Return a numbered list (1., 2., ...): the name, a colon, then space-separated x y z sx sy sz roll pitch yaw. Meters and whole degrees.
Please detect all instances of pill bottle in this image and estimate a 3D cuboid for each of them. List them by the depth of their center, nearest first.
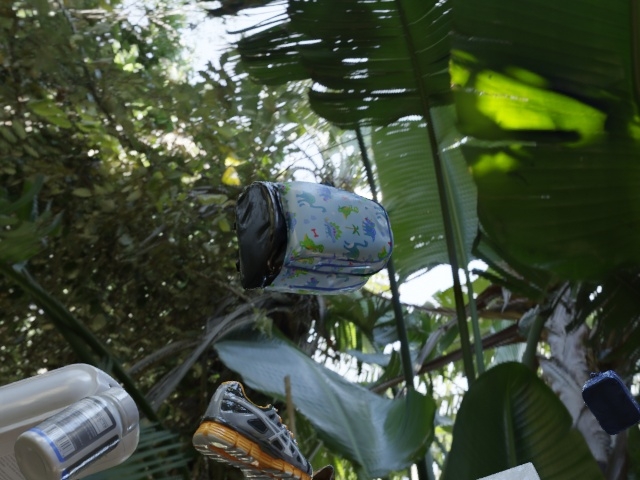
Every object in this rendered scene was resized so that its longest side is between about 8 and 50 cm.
1. pill bottle: -0.301 0.244 0.795 0.078 0.137 0.078 10 -70 29

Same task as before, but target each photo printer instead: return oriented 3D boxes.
1. photo printer: -0.486 0.342 1.118 0.307 0.107 0.256 -17 -41 -10

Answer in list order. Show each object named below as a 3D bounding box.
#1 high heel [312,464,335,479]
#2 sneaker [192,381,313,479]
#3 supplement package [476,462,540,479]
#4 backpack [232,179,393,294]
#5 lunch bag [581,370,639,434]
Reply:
1. high heel: -0.065 0.551 1.265 0.093 0.261 0.186 35 -74 21
2. sneaker: -0.070 0.250 0.792 0.084 0.083 0.215 -11 -41 26
3. supplement package: 0.472 0.669 1.450 0.149 0.194 0.203 -22 -72 10
4. backpack: 0.000 0.000 1.528 0.355 0.290 0.273 24 -47 -35
5. lunch bag: 0.480 0.265 1.051 0.067 0.065 0.098 -34 -106 20
